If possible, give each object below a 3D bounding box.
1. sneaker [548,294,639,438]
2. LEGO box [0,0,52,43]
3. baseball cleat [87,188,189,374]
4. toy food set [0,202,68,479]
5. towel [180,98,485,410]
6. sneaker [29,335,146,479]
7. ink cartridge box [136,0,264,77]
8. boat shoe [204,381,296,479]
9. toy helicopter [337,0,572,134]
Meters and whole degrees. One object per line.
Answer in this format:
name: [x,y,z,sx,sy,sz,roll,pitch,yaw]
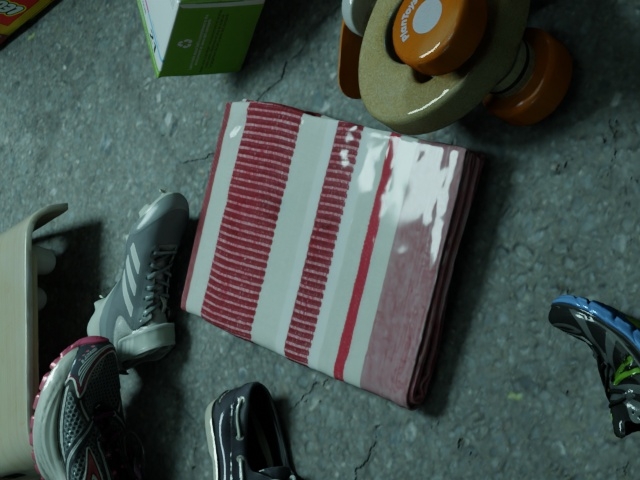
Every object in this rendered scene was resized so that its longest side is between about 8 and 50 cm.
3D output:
sneaker: [0.237,0.108,0.986,0.078,0.067,0.188,-53,55,13]
LEGO box: [-0.485,-0.424,1.435,0.372,0.500,0.193,-29,65,33]
baseball cleat: [-0.173,0.051,1.366,0.109,0.072,0.206,45,121,30]
toy food set: [-0.346,0.129,1.495,0.220,0.092,0.306,-23,66,49]
towel: [0.000,0.000,1.239,0.329,0.037,0.237,18,96,44]
sneaker: [-0.220,0.246,1.336,0.112,0.121,0.299,-2,94,25]
ink cartridge box: [-0.119,-0.311,1.282,0.255,0.097,0.189,118,140,-59]
boat shoe: [-0.056,0.229,1.216,0.065,0.075,0.206,-39,54,33]
toy helicopter: [0.107,-0.261,1.158,0.235,0.140,0.355,-8,65,49]
